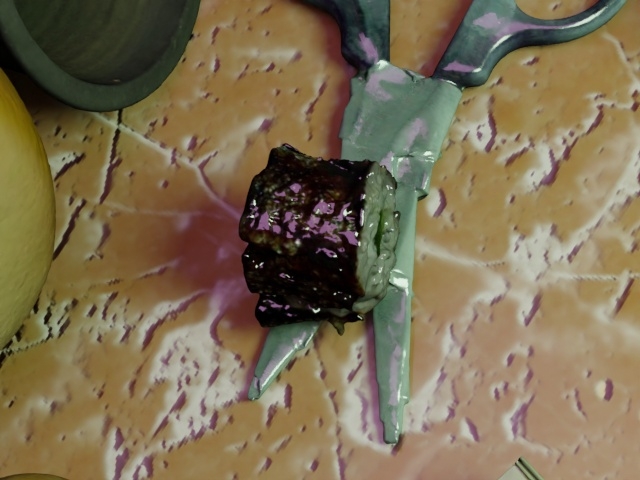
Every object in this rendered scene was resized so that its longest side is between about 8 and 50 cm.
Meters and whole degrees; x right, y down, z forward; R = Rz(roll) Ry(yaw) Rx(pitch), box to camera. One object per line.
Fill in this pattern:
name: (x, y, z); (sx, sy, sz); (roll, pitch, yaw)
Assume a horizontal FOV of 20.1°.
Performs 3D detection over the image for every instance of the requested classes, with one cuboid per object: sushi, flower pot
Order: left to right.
flower pot: (-0.197, -0.201, 1.165); (0.148, 0.235, 0.235); (2, 67, 31)
sushi: (0.000, -0.002, 1.075); (0.084, 0.094, 0.098); (8, 69, 14)

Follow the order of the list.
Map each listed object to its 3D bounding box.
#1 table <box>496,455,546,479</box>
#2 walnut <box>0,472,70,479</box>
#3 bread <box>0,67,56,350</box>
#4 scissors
table: (0.107, 0.179, 1.014); (0.083, 0.079, 0.062); (-40, 65, -5)
walnut: (-0.172, 0.229, 1.000); (0.167, 0.167, 0.207); (33, 79, 20)
bread: (-0.335, -0.059, 1.057); (0.253, 0.348, 0.376); (-19, 52, -43)
scissors: (0.050, -0.062, 1.148); (0.256, 0.029, 0.383); (10, 72, 11)
